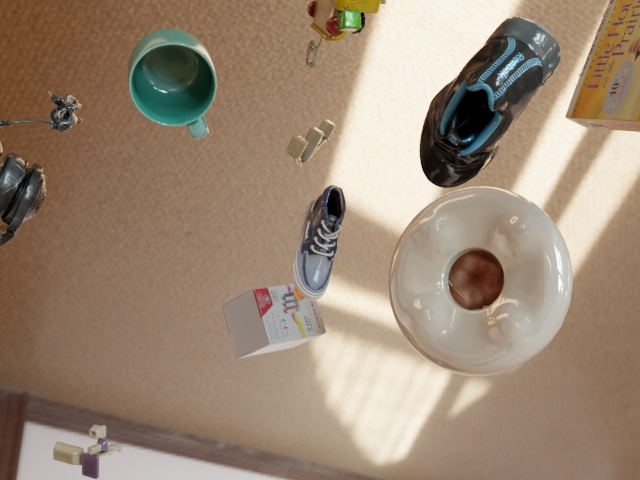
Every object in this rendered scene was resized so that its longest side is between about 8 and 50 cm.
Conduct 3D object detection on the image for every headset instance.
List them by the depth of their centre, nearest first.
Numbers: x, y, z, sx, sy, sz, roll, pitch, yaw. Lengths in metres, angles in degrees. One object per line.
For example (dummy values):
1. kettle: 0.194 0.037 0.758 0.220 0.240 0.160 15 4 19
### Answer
1. headset: -0.568 -0.117 1.395 0.394 0.185 0.243 -36 119 6

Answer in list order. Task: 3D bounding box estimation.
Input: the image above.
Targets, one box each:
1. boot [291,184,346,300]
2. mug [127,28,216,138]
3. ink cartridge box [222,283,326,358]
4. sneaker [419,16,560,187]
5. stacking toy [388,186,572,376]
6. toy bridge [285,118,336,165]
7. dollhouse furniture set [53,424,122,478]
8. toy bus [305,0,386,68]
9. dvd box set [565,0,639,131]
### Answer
1. boot: 0.000 0.000 1.368 0.069 0.190 0.086 14 146 -19
2. mug: -0.226 -0.240 1.245 0.129 0.097 0.158 4 122 -17
3. ink cartridge box: -0.102 0.176 1.836 0.176 0.128 0.127 -5 162 -46
4. sneaker: 0.195 -0.164 1.143 0.125 0.139 0.341 39 152 9
5. stacking toy: 0.381 0.104 1.681 0.350 0.351 0.480 -30 157 22
6. toy bridge: -0.020 -0.159 1.382 0.026 0.188 0.063 33 113 5
7. dollhouse furniture set: -0.415 0.360 1.477 0.114 0.091 0.081 5 -173 27
8. toy bus: 0.050 -0.389 1.281 0.104 0.191 0.202 -2 167 -22
9. dvd box set: 0.554 -0.314 1.253 0.062 0.420 0.308 19 96 -15
